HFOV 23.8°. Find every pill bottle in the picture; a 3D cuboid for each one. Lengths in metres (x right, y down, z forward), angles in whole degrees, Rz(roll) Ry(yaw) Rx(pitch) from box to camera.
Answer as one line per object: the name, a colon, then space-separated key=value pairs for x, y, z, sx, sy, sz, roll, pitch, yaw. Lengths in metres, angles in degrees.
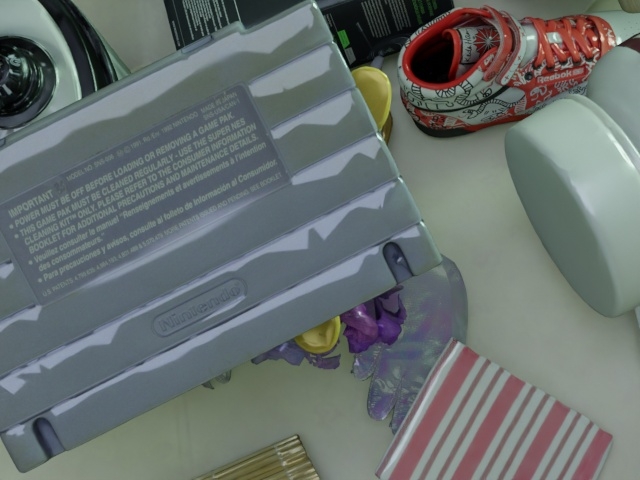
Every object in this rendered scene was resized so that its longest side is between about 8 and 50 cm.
pill bottle: x=0.375 y=-0.105 z=1.318 sx=0.392 sy=0.224 sz=0.224 roll=-28 pitch=75 yaw=-5

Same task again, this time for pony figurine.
pony figurine: x=0.000 y=0.000 z=1.352 sx=0.302 sy=0.363 sz=0.351 roll=13 pitch=95 yaw=6

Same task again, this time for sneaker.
sneaker: x=0.203 y=-0.172 z=1.418 sx=0.270 sy=0.145 sz=0.090 roll=-14 pitch=72 yaw=9

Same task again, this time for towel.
towel: x=0.158 y=0.194 z=1.368 sx=0.197 sy=0.029 sz=0.144 roll=32 pitch=85 yaw=-17

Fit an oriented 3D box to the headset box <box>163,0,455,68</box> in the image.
headset box: x=-0.018 y=-0.295 z=1.484 sx=0.283 sy=0.131 sz=0.246 roll=-19 pitch=67 yaw=5

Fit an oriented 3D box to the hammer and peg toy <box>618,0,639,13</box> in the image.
hammer and peg toy: x=0.298 y=-0.311 z=1.333 sx=0.266 sy=0.127 sz=0.361 roll=-37 pitch=31 yaw=-14

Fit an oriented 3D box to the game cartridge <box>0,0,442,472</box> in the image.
game cartridge: x=-0.116 y=-0.007 z=1.129 sx=0.355 sy=0.068 sz=0.230 roll=-26 pitch=92 yaw=0

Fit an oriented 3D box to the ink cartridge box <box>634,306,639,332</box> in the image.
ink cartridge box: x=0.400 y=0.087 z=1.387 sx=0.206 sy=0.045 sz=0.208 roll=-13 pitch=77 yaw=6

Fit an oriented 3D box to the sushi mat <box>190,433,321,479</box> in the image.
sushi mat: x=-0.130 y=0.311 z=1.433 sx=0.316 sy=0.019 sz=0.151 roll=-24 pitch=75 yaw=6

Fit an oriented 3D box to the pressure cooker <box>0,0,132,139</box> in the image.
pressure cooker: x=-0.330 y=-0.071 z=1.350 sx=0.369 sy=0.420 sz=0.376 roll=28 pitch=84 yaw=11
